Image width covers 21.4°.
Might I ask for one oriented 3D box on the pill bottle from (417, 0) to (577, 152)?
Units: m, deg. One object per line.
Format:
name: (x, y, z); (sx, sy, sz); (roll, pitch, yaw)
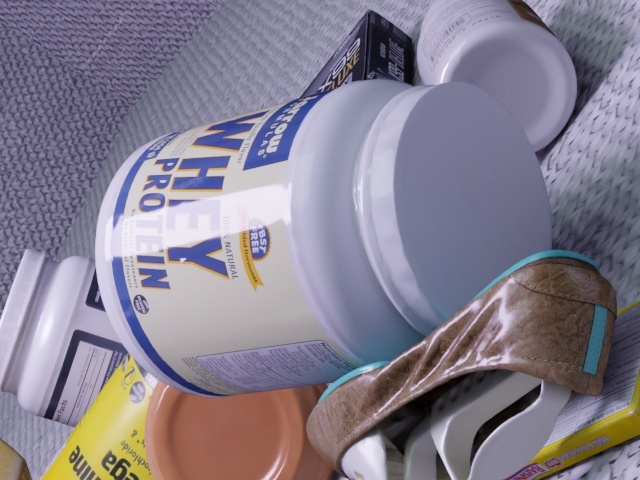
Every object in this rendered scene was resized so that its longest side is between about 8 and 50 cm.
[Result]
pill bottle: (0.161, -0.172, 1.633); (0.131, 0.131, 0.229); (-54, 16, 14)

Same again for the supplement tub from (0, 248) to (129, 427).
supplement tub: (-0.234, 0.130, 1.946); (0.191, 0.272, 0.191); (-161, 90, -82)

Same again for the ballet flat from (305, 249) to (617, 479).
ballet flat: (0.093, 0.131, 1.227); (0.342, 0.116, 0.124); (-38, 44, 45)

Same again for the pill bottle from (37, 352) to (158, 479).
pill bottle: (-0.183, 0.254, 1.759); (0.334, 0.188, 0.188); (-54, 15, 14)

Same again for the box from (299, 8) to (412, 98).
box: (-0.001, -0.117, 2.144); (0.307, 0.076, 0.242); (-50, 16, 26)

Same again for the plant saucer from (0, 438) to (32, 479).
plant saucer: (-0.354, 0.408, 1.916); (0.081, 0.333, 0.333); (-12, 24, 4)

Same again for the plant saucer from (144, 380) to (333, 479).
plant saucer: (-0.081, 0.182, 1.590); (0.200, 0.200, 0.037); (-55, -21, 10)

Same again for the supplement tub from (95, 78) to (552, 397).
supplement tub: (0.000, 0.000, 1.384); (0.325, 0.235, 0.235); (-12, 44, 41)

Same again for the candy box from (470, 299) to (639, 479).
candy box: (0.178, 0.114, 1.205); (0.206, 0.027, 0.105); (-37, 27, 53)
